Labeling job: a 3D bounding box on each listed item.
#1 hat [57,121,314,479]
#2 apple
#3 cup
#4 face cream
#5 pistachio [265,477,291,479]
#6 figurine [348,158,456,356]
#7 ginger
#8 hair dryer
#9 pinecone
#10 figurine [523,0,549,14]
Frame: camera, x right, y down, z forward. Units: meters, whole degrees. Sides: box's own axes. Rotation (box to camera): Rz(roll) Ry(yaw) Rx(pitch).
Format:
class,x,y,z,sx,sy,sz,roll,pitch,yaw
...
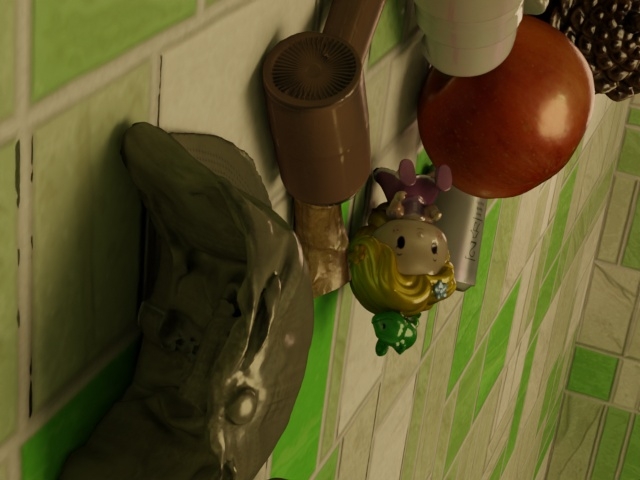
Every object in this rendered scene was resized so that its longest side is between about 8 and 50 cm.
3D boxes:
class,x,y,z,sx,sy,sz,roll,pitch,yaw
hat,-0.041,0.048,0.715,0.244,0.149,0.214,-12,118,-60
apple,0.159,-0.121,1.165,0.139,0.163,0.163,32,70,-31
cup,0.115,-0.015,1.280,0.104,0.074,0.116,14,88,-45
face cream,0.107,-0.254,0.962,0.346,0.102,0.102,79,31,-53
pistachio,-0.027,0.244,0.992,0.113,0.113,0.149,-56,140,-47
figurine,0.063,0.023,1.097,0.115,0.094,0.156,119,-26,-69
ginger,0.001,-0.003,0.948,0.057,0.044,0.137,-34,139,-38
hair dryer,0.016,-0.122,0.867,0.117,0.064,0.182,80,25,-57
pinecone,0.336,-0.267,1.564,0.208,0.207,0.208,16,90,-73
figurine,0.228,-0.330,1.288,0.246,0.110,0.138,-64,163,-18
